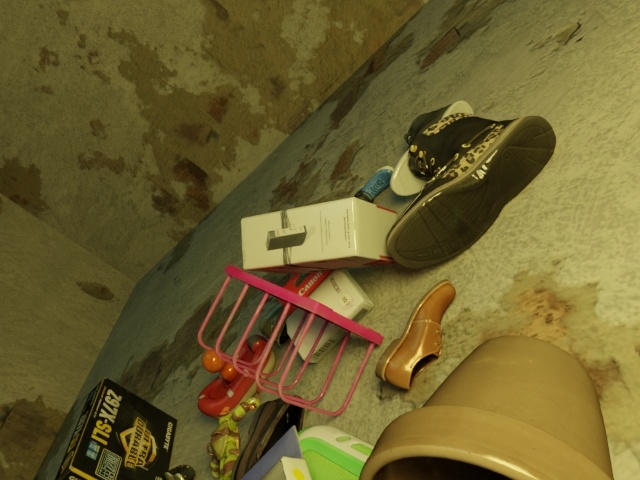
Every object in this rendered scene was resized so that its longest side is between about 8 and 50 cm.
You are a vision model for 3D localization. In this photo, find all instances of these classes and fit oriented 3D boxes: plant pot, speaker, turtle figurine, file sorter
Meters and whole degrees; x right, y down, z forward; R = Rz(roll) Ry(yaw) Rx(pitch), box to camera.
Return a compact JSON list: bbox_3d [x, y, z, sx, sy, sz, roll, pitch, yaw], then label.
[{"bbox_3d":[0.202,0.231,0.582,0.263,0.263,0.229,-30,11,42],"label":"plant pot"},{"bbox_3d":[0.056,0.354,0.776,0.131,0.131,0.296,-59,23,-19],"label":"speaker"},{"bbox_3d":[-0.188,0.424,1.145,0.269,0.087,0.217,-60,23,16],"label":"turtle figurine"},{"bbox_3d":[-0.072,0.196,1.071,0.290,0.202,0.182,17,78,47],"label":"file sorter"}]

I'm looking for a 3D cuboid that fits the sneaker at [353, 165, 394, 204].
[{"bbox_3d":[0.143,-0.135,1.470,0.152,0.058,0.084,-34,21,46],"label":"sneaker"}]

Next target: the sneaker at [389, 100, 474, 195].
[{"bbox_3d":[0.248,-0.218,1.353,0.296,0.104,0.147,-51,19,-15],"label":"sneaker"}]

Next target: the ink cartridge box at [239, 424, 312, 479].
[{"bbox_3d":[-0.117,0.453,0.741,0.303,0.072,0.307,-48,33,10],"label":"ink cartridge box"}]

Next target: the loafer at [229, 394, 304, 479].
[{"bbox_3d":[-0.091,0.411,1.009,0.095,0.109,0.302,-35,23,25],"label":"loafer"}]

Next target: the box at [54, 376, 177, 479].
[{"bbox_3d":[-0.512,0.541,1.415,0.079,0.257,0.322,-46,22,14],"label":"box"}]

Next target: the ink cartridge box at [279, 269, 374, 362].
[{"bbox_3d":[-0.011,0.131,1.238,0.189,0.066,0.232,-47,52,11],"label":"ink cartridge box"}]

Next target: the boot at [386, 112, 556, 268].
[{"bbox_3d":[0.257,-0.124,1.125,0.377,0.138,0.284,-45,23,5],"label":"boot"}]

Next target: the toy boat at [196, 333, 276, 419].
[{"bbox_3d":[-0.229,0.322,1.349,0.231,0.151,0.151,-53,21,-7],"label":"toy boat"}]

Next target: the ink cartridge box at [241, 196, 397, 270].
[{"bbox_3d":[0.000,0.000,1.126,0.273,0.197,0.114,-7,80,32],"label":"ink cartridge box"}]

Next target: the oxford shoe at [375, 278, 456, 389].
[{"bbox_3d":[0.184,0.163,0.936,0.076,0.076,0.212,23,71,37],"label":"oxford shoe"}]

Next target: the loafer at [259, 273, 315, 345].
[{"bbox_3d":[-0.041,0.164,1.347,0.251,0.094,0.087,-48,52,10],"label":"loafer"}]

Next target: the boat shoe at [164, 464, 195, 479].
[{"bbox_3d":[-0.342,0.573,1.323,0.042,0.049,0.133,-32,-2,-40],"label":"boat shoe"}]
